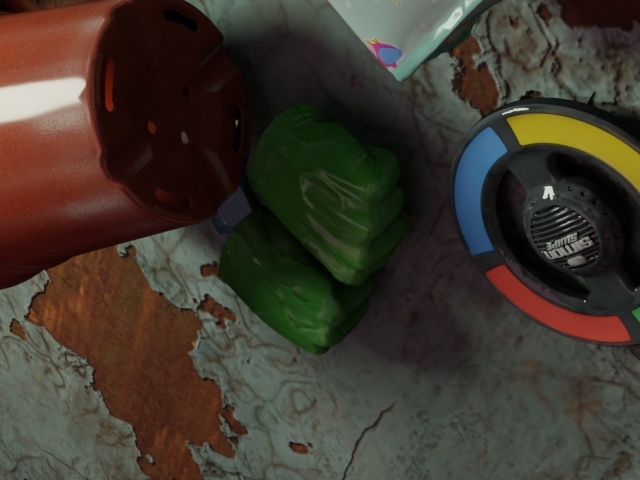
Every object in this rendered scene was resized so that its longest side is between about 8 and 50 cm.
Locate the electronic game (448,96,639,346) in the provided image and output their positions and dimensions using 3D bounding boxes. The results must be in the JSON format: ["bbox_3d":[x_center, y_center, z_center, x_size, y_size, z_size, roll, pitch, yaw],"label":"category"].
[{"bbox_3d":[0.203,-0.011,1.116,0.229,0.048,0.229,24,136,26],"label":"electronic game"}]

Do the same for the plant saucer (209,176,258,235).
[{"bbox_3d":[-0.114,-0.090,1.363,0.067,0.018,0.192,-3,119,44],"label":"plant saucer"}]

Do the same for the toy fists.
[{"bbox_3d":[0.000,0.000,1.278,0.142,0.096,0.279,46,144,17],"label":"toy fists"}]

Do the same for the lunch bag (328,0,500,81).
[{"bbox_3d":[0.088,-0.272,0.916,0.223,0.160,0.262,51,130,2],"label":"lunch bag"}]

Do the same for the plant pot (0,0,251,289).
[{"bbox_3d":[-0.225,-0.100,1.256,0.265,0.272,0.272,-8,117,37],"label":"plant pot"}]
